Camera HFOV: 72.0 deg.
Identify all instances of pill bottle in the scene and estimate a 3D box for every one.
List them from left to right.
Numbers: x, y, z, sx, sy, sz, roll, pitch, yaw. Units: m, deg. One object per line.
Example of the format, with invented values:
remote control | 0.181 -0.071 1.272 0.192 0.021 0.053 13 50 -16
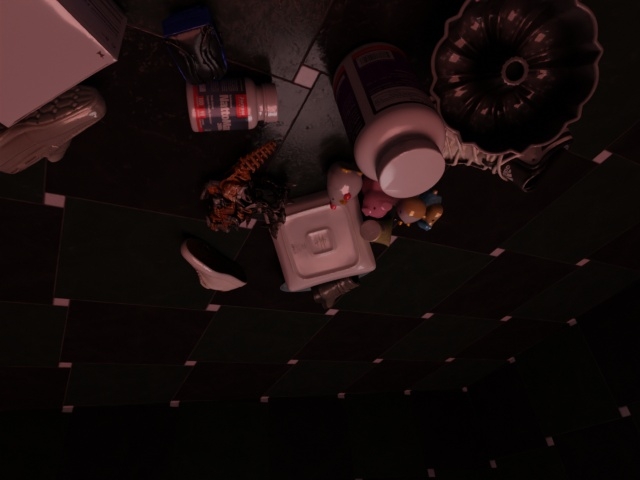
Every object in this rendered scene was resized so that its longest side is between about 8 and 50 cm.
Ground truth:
pill bottle | -0.183 -0.287 0.927 0.180 0.108 0.108 -6 143 -10
pill bottle | 0.139 -0.245 0.898 0.181 0.323 0.181 -8 144 -6

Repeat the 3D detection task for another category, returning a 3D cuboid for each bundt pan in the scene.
bundt pan | 0.375 -0.346 0.904 0.330 0.124 0.331 0 110 1

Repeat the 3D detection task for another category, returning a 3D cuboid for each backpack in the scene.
backpack | -0.225 -0.361 0.821 0.098 0.101 0.120 -13 148 3

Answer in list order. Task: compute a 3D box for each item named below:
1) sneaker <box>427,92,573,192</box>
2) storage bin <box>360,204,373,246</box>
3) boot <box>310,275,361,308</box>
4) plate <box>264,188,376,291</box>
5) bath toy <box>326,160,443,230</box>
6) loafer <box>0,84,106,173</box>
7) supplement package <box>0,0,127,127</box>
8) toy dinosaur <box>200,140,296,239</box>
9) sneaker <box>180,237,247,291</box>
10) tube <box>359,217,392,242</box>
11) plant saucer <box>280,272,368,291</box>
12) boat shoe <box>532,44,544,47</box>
sneaker | 0.378 -0.229 1.046 0.447 0.258 0.169 -13 144 0
storage bin | 0.064 -0.023 1.370 0.180 0.084 0.122 -16 144 3
boot | 0.069 0.171 1.524 0.161 0.083 0.246 -20 165 7
plate | 0.000 0.000 1.281 0.278 0.045 0.277 -15 106 4
bath toy | 0.168 -0.116 1.214 0.348 0.151 0.129 10 116 -24
loafer | -0.564 -0.222 0.906 0.319 0.112 0.111 -15 149 16
supplement package | -0.494 -0.348 0.711 0.261 0.145 0.204 -22 143 16
toy dinosaur | -0.188 -0.115 1.131 0.218 0.164 0.322 23 155 -17
sneaker | -0.357 0.097 1.380 0.123 0.106 0.290 -26 143 14
tube | 0.180 -0.025 1.318 0.070 0.062 0.240 -44 164 18
plant saucer | 0.016 0.114 1.500 0.317 0.044 0.317 -11 164 -3
boat shoe | 0.457 -0.419 0.984 0.184 0.066 0.063 -12 150 -2
